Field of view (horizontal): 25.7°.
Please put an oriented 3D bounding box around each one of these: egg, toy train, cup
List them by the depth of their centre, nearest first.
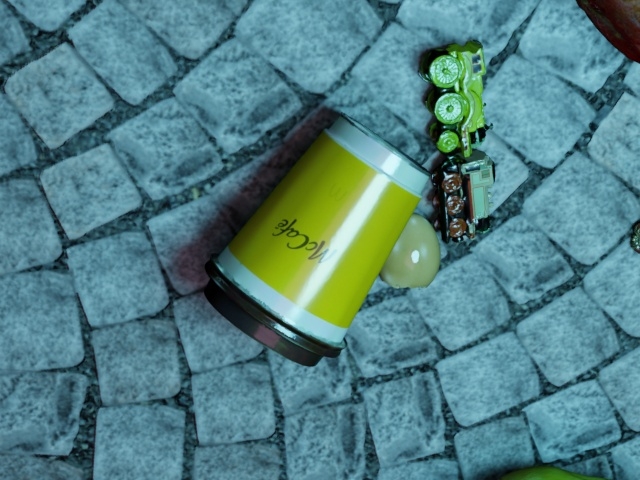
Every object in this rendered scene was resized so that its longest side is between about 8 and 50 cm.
[{"bbox_3d":[0.000,0.000,1.649,0.196,0.196,0.279,33,98,-19],"label":"cup"},{"bbox_3d":[0.168,-0.113,1.689,0.085,0.053,0.249,-11,114,-9],"label":"toy train"},{"bbox_3d":[0.108,0.013,1.720,0.080,0.080,0.096,8,98,-11],"label":"egg"}]

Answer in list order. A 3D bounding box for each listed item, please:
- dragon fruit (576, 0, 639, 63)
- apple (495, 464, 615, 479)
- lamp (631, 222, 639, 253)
[{"bbox_3d":[0.410,-0.318,1.504,0.296,0.295,0.301,-22,117,2],"label":"dragon fruit"},{"bbox_3d":[0.310,0.447,1.800,0.340,0.339,0.339,-3,113,-6],"label":"apple"},{"bbox_3d":[0.428,-0.015,1.778,0.063,0.031,0.083,24,111,-15],"label":"lamp"}]
